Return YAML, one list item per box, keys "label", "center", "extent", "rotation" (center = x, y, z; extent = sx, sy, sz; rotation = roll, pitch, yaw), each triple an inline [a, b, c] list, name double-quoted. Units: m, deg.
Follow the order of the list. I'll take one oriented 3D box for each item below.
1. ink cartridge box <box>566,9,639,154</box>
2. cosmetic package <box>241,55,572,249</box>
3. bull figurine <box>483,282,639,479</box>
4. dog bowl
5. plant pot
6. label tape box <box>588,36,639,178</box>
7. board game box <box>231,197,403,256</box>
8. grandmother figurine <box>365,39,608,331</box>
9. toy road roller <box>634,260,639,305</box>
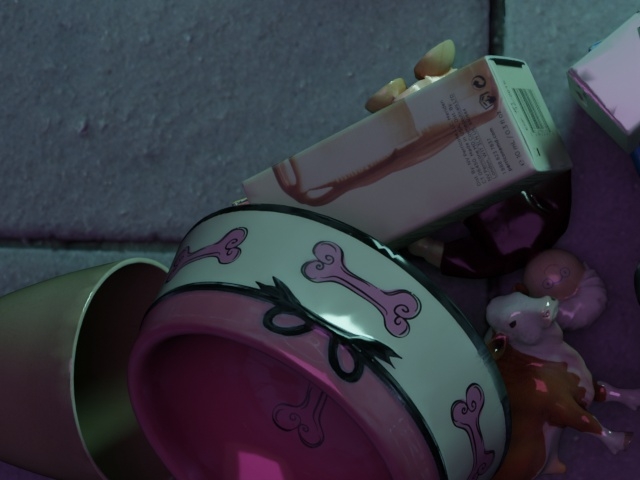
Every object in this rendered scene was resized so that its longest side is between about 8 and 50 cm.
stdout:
- label: "ink cartridge box"
  center: [0.357, -0.192, 1.432]
  extent: [0.219, 0.160, 0.092]
  rotation: [-41, 79, 7]
- label: "cosmetic package"
  center: [0.089, -0.069, 1.503]
  extent: [0.296, 0.153, 0.129]
  rotation: [-26, 84, 22]
- label: "bull figurine"
  center: [0.229, 0.192, 1.539]
  extent: [0.188, 0.101, 0.310]
  rotation: [24, 120, 11]
- label: "dog bowl"
  center: [-0.020, 0.168, 1.473]
  extent: [0.408, 0.408, 0.150]
  rotation: [31, 51, 11]
- label: "plant pot"
  center: [-0.309, 0.152, 1.624]
  extent: [0.274, 0.256, 0.257]
  rotation: [-3, 87, 27]
- label: "label tape box"
  center: [0.484, -0.156, 1.538]
  extent: [0.333, 0.106, 0.241]
  rotation: [-22, 82, 9]
- label: "board game box"
  center: [0.000, 0.000, 1.655]
  extent: [0.170, 0.048, 0.141]
  rotation: [-17, 82, 10]
- label: "grandmother figurine"
  center: [0.188, -0.041, 1.597]
  extent: [0.208, 0.104, 0.342]
  rotation: [-40, 78, 15]
- label: "toy road roller"
  center: [0.488, 0.092, 1.450]
  extent: [0.329, 0.202, 0.241]
  rotation: [-25, 66, 11]
